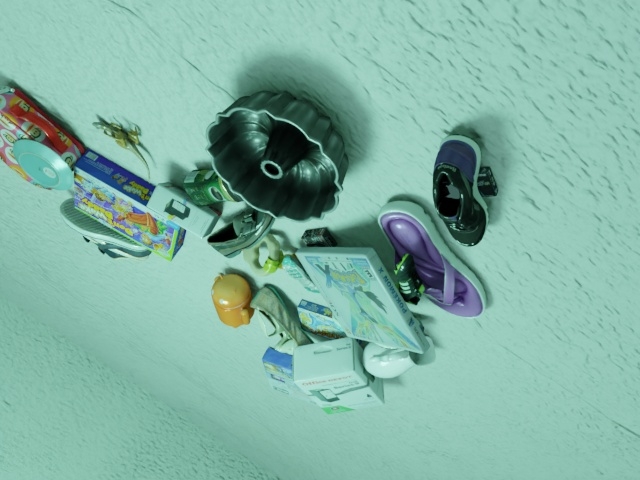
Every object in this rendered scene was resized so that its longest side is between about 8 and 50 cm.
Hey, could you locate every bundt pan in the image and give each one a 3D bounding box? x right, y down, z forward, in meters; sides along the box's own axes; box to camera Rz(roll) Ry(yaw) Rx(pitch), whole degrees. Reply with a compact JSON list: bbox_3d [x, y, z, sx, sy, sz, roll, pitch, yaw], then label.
[{"bbox_3d":[-0.082,-0.196,1.384,0.331,0.124,0.330,19,145,14],"label":"bundt pan"}]

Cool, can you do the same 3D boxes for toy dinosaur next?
[{"bbox_3d":[-0.513,-0.259,1.676,0.211,0.064,0.112,45,161,-7],"label":"toy dinosaur"}]

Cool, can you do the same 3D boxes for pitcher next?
[{"bbox_3d":[0.206,0.341,1.841,0.178,0.125,0.207,3,164,-43],"label":"pitcher"}]

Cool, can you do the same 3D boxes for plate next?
[{"bbox_3d":[-0.786,-0.205,1.761,0.188,0.024,0.188,14,140,12],"label":"plate"}]

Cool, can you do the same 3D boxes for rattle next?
[{"bbox_3d":[-0.153,0.030,1.806,0.200,0.143,0.130,8,110,51],"label":"rattle"}]

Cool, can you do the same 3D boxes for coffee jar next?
[{"bbox_3d":[-0.260,-0.143,1.615,0.184,0.079,0.096,-1,135,37],"label":"coffee jar"}]

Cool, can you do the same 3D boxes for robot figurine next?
[{"bbox_3d":[-0.284,0.192,2.021,0.128,0.158,0.219,-1,141,4],"label":"robot figurine"}]

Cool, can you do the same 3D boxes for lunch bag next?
[{"bbox_3d":[-0.833,-0.292,1.789,0.293,0.120,0.258,44,142,-21],"label":"lunch bag"}]

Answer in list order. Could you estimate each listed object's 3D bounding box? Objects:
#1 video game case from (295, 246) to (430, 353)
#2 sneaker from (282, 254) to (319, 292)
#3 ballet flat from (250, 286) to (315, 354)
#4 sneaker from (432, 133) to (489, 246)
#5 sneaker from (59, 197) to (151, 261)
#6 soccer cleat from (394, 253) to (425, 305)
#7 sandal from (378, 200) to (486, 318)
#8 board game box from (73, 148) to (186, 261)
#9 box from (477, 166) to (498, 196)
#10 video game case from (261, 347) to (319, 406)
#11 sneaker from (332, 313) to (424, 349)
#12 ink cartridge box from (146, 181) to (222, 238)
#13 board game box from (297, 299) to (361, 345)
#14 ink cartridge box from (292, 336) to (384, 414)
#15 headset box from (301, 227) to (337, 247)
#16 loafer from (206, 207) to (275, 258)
[{"bbox_3d":[0.098,0.145,1.595,0.329,0.036,0.300,-1,125,58],"label":"video game case"},{"bbox_3d":[-0.043,0.079,1.746,0.065,0.076,0.166,0,147,40],"label":"sneaker"},{"bbox_3d":[-0.123,0.292,2.010,0.316,0.106,0.108,54,152,-16],"label":"ballet flat"},{"bbox_3d":[0.268,-0.068,1.267,0.107,0.124,0.283,8,141,29],"label":"sneaker"},{"bbox_3d":[-0.699,-0.022,2.037,0.321,0.126,0.127,26,142,3],"label":"sneaker"},{"bbox_3d":[0.210,0.091,1.452,0.072,0.060,0.179,27,153,21],"label":"soccer cleat"},{"bbox_3d":[0.255,0.077,1.515,0.169,0.102,0.416,-12,129,44],"label":"sandal"},{"bbox_3d":[-0.571,-0.099,1.891,0.347,0.078,0.233,29,146,-1],"label":"board game box"},{"bbox_3d":[0.318,-0.119,1.294,0.083,0.018,0.067,0,137,36],"label":"box"},{"bbox_3d":[-0.075,0.525,2.357,0.270,0.061,0.244,16,145,17],"label":"video game case"},{"bbox_3d":[0.152,0.221,1.770,0.283,0.110,0.122,9,137,26],"label":"sneaker"},{"bbox_3d":[-0.373,-0.085,1.722,0.175,0.072,0.127,30,-173,-2],"label":"ink cartridge box"},{"bbox_3d":[0.030,0.265,1.973,0.201,0.035,0.136,16,144,19],"label":"board game box"},{"bbox_3d":[0.060,0.439,2.006,0.211,0.121,0.289,-15,141,18],"label":"ink cartridge box"},{"bbox_3d":[0.000,0.000,1.658,0.083,0.032,0.062,-5,133,41],"label":"headset box"},{"bbox_3d":[-0.219,-0.026,1.696,0.084,0.096,0.267,25,143,-27],"label":"loafer"}]
